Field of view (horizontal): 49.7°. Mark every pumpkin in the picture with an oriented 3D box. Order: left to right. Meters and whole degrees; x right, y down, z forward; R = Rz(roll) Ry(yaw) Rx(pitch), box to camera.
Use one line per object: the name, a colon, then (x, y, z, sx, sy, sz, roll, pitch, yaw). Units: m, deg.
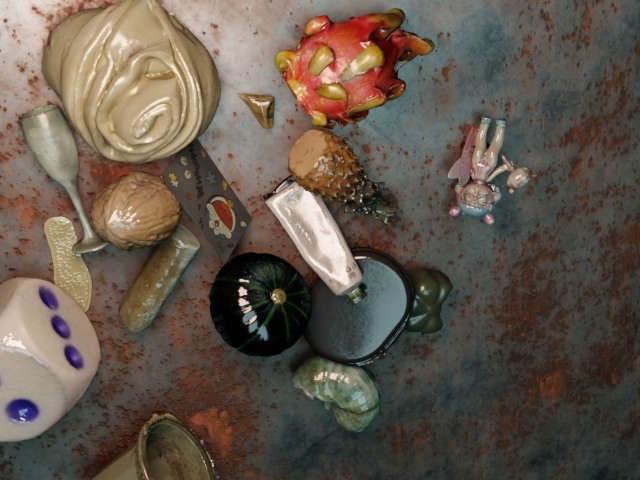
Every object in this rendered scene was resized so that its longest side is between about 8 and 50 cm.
pumpkin: (-0.157, 0.156, 1.631, 0.248, 0.248, 0.247, -6, 114, -13)

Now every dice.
dice: (-0.649, 0.252, 1.490, 0.243, 0.259, 0.251, -35, 118, 7)

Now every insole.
insole: (-0.570, 0.060, 1.569, 0.081, 0.011, 0.247, -11, 115, -11)

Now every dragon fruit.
dragon fruit: (0.068, -0.373, 1.465, 0.307, 0.243, 0.227, -31, 97, -43)

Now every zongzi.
zongzi: (-0.144, -0.285, 1.530, 0.083, 0.040, 0.076, 3, 119, -4)

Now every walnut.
walnut: (-0.385, -0.059, 1.444, 0.178, 0.230, 0.178, 3, 105, 12)

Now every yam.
yam: (-0.376, 0.088, 1.593, 0.093, 0.093, 0.259, 28, 104, -24)

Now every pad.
pad: (-0.245, -0.091, 1.525, 0.006, 0.170, 0.245, -13, 122, 32)

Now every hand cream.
hand cream: (0.000, 0.000, 1.620, 0.121, 0.076, 0.336, -33, 90, -4)

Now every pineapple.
pineapple: (0.057, -0.134, 1.569, 0.310, 0.170, 0.141, 32, 76, -44)

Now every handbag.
handbag: (0.091, 0.165, 1.715, 0.254, 0.093, 0.308, 36, 100, -2)

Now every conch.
conch: (0.066, 0.399, 1.810, 0.277, 0.220, 0.195, 9, 86, -43)

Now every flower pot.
flower pot: (-0.432, 0.618, 1.725, 0.259, 0.290, 0.290, -35, 118, 13)

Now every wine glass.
wine glass: (-0.522, -0.093, 1.376, 0.096, 0.264, 0.309, -14, 116, 0)

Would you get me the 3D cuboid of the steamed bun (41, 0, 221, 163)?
steamed bun: (-0.360, -0.308, 1.354, 0.310, 0.219, 0.324, -31, 117, -2)

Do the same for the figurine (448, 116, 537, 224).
figurine: (0.418, -0.170, 1.690, 0.205, 0.103, 0.260, 11, 107, 7)

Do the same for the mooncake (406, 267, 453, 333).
mooncake: (0.272, 0.161, 1.802, 0.168, 0.104, 0.175, -29, 121, -9)
